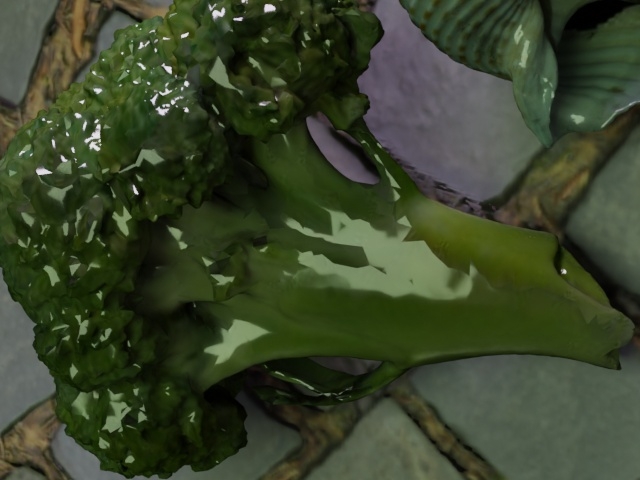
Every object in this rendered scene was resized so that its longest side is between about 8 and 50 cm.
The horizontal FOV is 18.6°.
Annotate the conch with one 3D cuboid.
[{"bbox_3d":[0.106,-0.136,0.950,0.135,0.102,0.153,-25,114,21],"label":"conch"}]

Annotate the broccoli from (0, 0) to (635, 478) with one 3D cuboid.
[{"bbox_3d":[-0.024,-0.022,1.020,0.302,0.186,0.254,-20,106,4],"label":"broccoli"}]
